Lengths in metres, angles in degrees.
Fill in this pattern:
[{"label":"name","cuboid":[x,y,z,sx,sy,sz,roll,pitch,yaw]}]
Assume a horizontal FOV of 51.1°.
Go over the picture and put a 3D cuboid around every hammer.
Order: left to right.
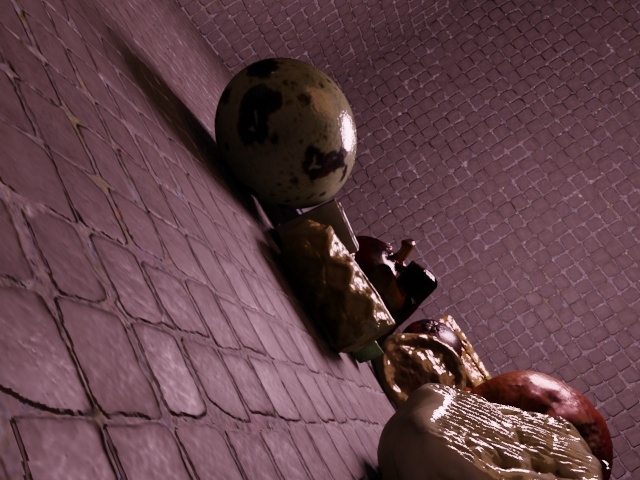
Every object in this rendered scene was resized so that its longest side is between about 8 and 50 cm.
[{"label":"hammer","cuboid":[0.161,0.132,1.554,0.095,0.242,0.409,43,-2,17]}]

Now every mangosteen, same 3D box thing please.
[{"label":"mangosteen","cuboid":[0.156,0.081,1.844,0.235,0.261,0.235,51,18,-24]},{"label":"mangosteen","cuboid":[0.288,0.309,1.774,0.199,0.200,0.200,56,4,-7]}]

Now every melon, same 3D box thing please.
[{"label":"melon","cuboid":[0.059,0.173,1.486,0.118,0.064,0.209,53,3,-32]}]

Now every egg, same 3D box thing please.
[{"label":"egg","cuboid":[-0.068,-0.214,1.399,0.287,0.288,0.379,58,-4,20]}]

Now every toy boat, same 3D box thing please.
[{"label":"toy boat","cuboid":[-0.100,-0.108,1.638,0.127,0.078,0.283,53,6,-50]}]

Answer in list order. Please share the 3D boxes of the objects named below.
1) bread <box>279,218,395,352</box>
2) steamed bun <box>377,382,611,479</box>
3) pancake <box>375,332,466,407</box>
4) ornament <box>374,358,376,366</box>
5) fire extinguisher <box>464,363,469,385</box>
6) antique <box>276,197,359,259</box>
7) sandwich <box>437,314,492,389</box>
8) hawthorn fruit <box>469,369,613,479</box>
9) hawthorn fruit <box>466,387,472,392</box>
[{"label":"bread","cuboid":[0.019,0.083,1.276,0.267,0.130,0.152,58,-32,13]},{"label":"steamed bun","cuboid":[0.250,0.380,0.970,0.394,0.237,0.347,11,12,-41]},{"label":"pancake","cuboid":[0.247,0.317,1.617,0.236,0.222,0.042,33,-34,2]},{"label":"ornament","cuboid":[0.213,0.380,1.677,0.230,0.061,0.245,58,1,-4]},{"label":"fire extinguisher","cuboid":[0.313,0.353,1.943,0.311,0.095,0.114,-6,-80,63]},{"label":"antique","cuboid":[0.000,0.000,1.462,0.152,0.147,0.147,-21,85,-85]},{"label":"sandwich","cuboid":[0.380,0.419,2.065,0.271,0.099,0.301,60,-34,24]},{"label":"hawthorn fruit","cuboid":[0.510,0.519,1.619,0.402,0.403,0.403,56,4,-7]},{"label":"hawthorn fruit","cuboid":[0.387,0.521,1.840,0.196,0.197,0.225,49,29,-60]}]
